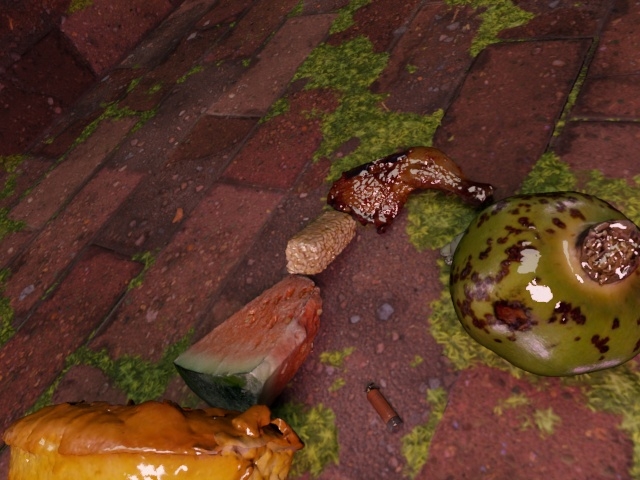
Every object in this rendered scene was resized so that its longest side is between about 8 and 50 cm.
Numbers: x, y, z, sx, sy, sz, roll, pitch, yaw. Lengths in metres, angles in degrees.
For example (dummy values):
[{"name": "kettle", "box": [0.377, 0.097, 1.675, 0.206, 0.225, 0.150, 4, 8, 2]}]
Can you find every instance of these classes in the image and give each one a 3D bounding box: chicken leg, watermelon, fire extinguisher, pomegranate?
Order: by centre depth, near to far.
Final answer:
[{"name": "pomegranate", "box": [0.293, 0.047, 0.659, 0.254, 0.270, 0.254, 0, 70, -1]}, {"name": "fire extinguisher", "box": [0.090, 0.239, 0.766, 0.028, 0.022, 0.083, -5, 33, -30]}, {"name": "watermelon", "box": [-0.085, 0.162, 0.870, 0.193, 0.139, 0.256, 8, 46, 39]}, {"name": "chicken leg", "box": [0.158, -0.101, 1.004, 0.323, 0.083, 0.177, -14, 55, 19]}]

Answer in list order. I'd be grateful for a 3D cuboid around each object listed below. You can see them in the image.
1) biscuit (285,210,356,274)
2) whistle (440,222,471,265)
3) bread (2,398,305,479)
[{"name": "biscuit", "box": [0.000, 0.000, 0.966, 0.082, 0.070, 0.168, 10, 30, 28]}, {"name": "whistle", "box": [0.305, -0.018, 0.843, 0.236, 0.077, 0.114, -26, 19, 2]}, {"name": "bread", "box": [-0.202, 0.307, 0.671, 0.358, 0.337, 0.204, -9, 72, 24]}]
